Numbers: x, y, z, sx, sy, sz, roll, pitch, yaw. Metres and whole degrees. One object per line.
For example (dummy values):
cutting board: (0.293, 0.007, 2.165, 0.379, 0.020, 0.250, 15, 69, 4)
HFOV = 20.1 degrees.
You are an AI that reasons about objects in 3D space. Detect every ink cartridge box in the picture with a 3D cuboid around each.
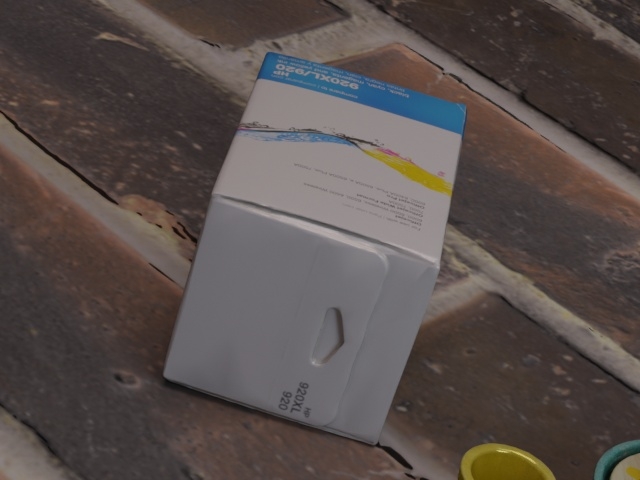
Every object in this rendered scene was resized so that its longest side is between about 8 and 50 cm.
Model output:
ink cartridge box: (0.000, 0.000, 1.346, 0.168, 0.171, 0.233, 16, 32, -1)

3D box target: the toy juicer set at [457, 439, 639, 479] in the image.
toy juicer set: (0.265, 0.212, 1.227, 0.329, 0.089, 0.209, 0, 36, -26)
